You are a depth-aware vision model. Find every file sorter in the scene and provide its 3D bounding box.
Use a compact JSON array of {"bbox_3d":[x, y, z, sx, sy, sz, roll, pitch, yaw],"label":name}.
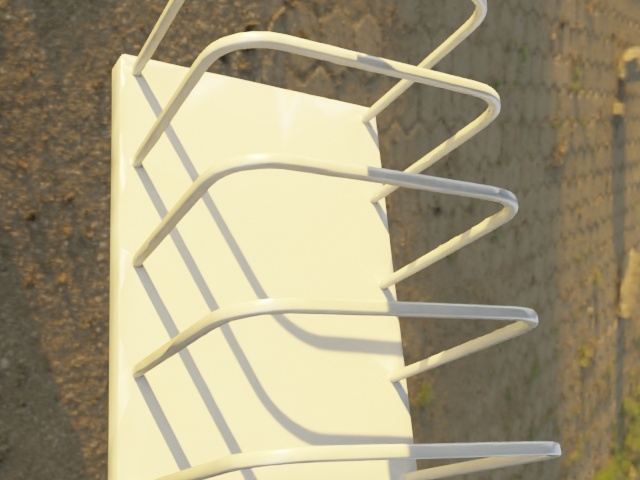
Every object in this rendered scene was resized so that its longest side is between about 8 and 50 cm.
[{"bbox_3d":[0.000,0.000,0.451,0.193,0.173,0.277,7,68,-29],"label":"file sorter"}]
